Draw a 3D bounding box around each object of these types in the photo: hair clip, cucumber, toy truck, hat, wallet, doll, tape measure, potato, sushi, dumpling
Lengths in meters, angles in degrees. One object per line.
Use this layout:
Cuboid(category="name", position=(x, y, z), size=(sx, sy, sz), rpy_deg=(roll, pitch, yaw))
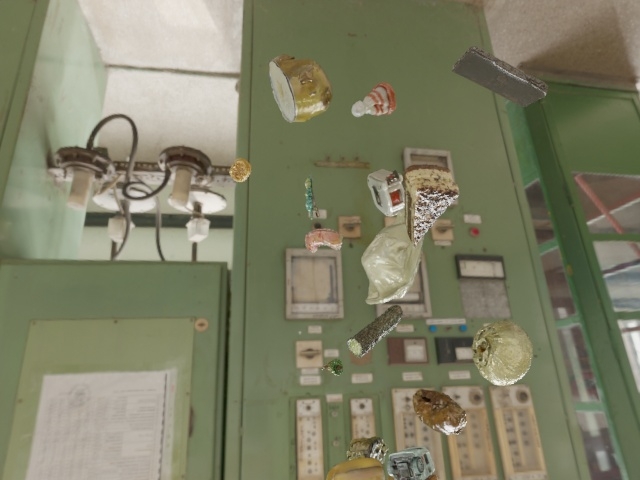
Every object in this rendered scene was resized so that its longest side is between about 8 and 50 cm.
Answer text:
Cuboid(category="hair clip", position=(-0.035, -0.162, 1.523), size=(0.049, 0.173, 0.049), rpy_deg=(-8, 170, -1))
Cuboid(category="cucumber", position=(0.264, 0.388, 1.852), size=(0.359, 0.096, 0.096), rpy_deg=(-26, 178, -40))
Cuboid(category="toy truck", position=(0.217, 0.528, 0.881), size=(0.080, 0.178, 0.115), rpy_deg=(-27, 160, 35))
Cuboid(category="hat", position=(0.181, -0.476, 1.459), size=(0.162, 0.112, 0.093), rpy_deg=(-35, -147, -29))
Cuboid(category="wallet", position=(0.625, -0.566, 1.454), size=(0.309, 0.042, 0.165), rpy_deg=(26, 175, -4))
Cuboid(category="doll", position=(0.055, 0.613, 2.067), size=(0.078, 0.077, 0.113), rpy_deg=(-17, -160, -40))
Cuboid(category="tape measure", position=(0.359, -0.263, 2.261), size=(0.130, 0.265, 0.258), rpy_deg=(-23, -158, -11))
Cuboid(category="potato", position=(-0.072, -0.608, 1.654), size=(0.196, 0.300, 0.246), rpy_deg=(-20, 139, -15))
Cuboid(category="sushi", position=(0.184, 0.878, 1.717), size=(0.139, 0.131, 0.291), rpy_deg=(-16, 163, 20))
Cuboid(category="dumpling", position=(0.293, 0.065, 1.528), size=(0.233, 0.395, 0.315), rpy_deg=(27, 172, -18))

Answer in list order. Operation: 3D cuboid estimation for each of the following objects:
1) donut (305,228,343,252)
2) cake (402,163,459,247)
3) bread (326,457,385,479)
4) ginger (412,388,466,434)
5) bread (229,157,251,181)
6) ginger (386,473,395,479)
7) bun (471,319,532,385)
Cuboid(category="donut", position=(0.000, 0.000, 1.664), size=(0.166, 0.065, 0.117), rpy_deg=(-18, 145, 35))
Cuboid(category="cake", position=(0.267, -0.101, 1.195), size=(0.135, 0.112, 0.246), rpy_deg=(12, 137, -17))
Cuboid(category="bread", position=(0.064, 0.454, 0.793), size=(0.115, 0.082, 0.056), rpy_deg=(-4, -174, -16))
Cuboid(category="ginger", position=(0.544, 0.772, 1.865), size=(0.165, 0.172, 0.321), rpy_deg=(-41, -170, -21))
Cuboid(category="bread", position=(-0.347, -0.305, 1.819), size=(0.083, 0.044, 0.111), rpy_deg=(40, 121, -3))
Cuboid(category="ginger", position=(0.211, 0.655, 0.993), size=(0.065, 0.118, 0.299), rpy_deg=(-6, -163, -1))
Cuboid(category="bun", position=(0.705, 0.432, 1.662), size=(0.152, 0.259, 0.259), rpy_deg=(21, 155, -9))
